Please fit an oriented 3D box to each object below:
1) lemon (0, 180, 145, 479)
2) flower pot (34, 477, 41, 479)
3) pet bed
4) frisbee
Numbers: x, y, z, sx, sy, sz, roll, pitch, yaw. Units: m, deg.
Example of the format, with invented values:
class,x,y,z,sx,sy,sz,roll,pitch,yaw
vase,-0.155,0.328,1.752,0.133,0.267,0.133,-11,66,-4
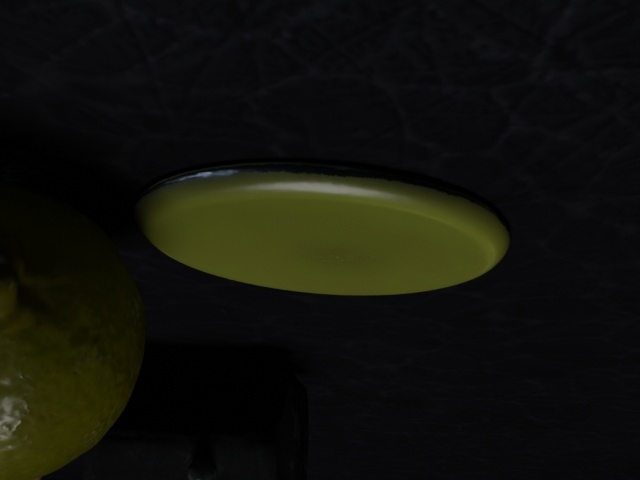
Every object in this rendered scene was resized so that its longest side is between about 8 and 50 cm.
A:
class,x,y,z,sx,sy,sz,roll,pitch,yaw
lemon,-0.196,0.054,0.657,0.184,0.184,0.248,6,163,-5
flower pot,-0.275,0.099,0.848,0.173,0.190,0.190,22,158,-14
pet bed,-0.125,0.203,1.097,0.211,0.183,0.159,0,164,12
frisbee,0.000,0.000,0.700,0.236,0.017,0.236,4,163,1
